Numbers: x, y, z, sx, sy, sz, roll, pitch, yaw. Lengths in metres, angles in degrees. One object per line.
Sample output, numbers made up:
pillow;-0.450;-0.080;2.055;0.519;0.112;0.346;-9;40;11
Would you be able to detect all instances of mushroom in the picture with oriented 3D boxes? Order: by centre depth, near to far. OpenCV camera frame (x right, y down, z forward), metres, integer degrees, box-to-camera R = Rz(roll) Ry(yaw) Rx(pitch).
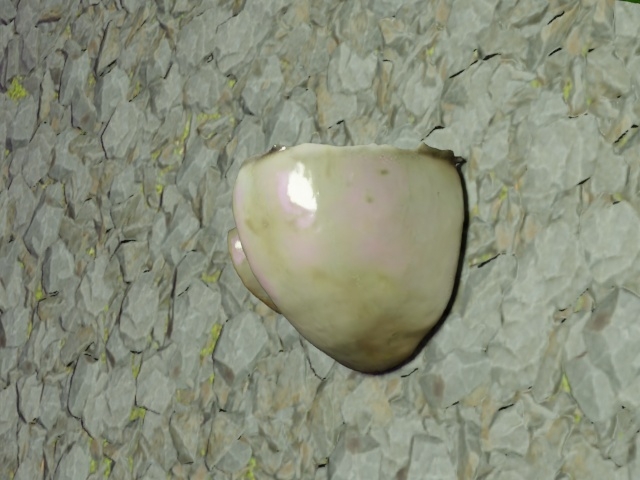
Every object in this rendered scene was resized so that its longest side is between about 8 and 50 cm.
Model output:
mushroom;-0.005;0.021;1.412;0.236;0.162;0.173;-25;58;44

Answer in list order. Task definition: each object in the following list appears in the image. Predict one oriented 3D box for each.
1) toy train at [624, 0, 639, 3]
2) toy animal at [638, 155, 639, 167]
toy train;0.286;-0.325;1.154;0.307;0.173;0.249;135;138;-58
toy animal;0.326;0.034;1.040;0.248;0.165;0.149;35;99;42
